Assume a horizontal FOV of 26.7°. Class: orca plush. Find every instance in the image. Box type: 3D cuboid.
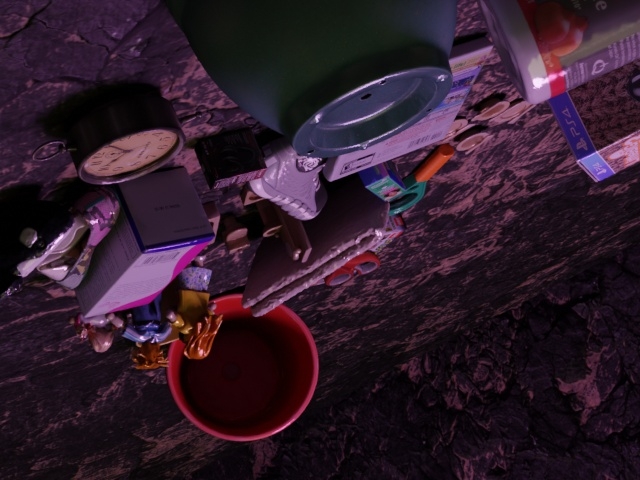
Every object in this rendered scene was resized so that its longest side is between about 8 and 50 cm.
[{"bbox_3d":[-0.442,0.014,1.697,0.287,0.102,0.151,-23,-147,38],"label":"orca plush"}]

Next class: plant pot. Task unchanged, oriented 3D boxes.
[{"bbox_3d":[-0.249,0.101,2.167,0.134,0.095,0.134,-21,164,-7],"label":"plant pot"},{"bbox_3d":[-0.156,0.242,2.517,0.275,0.275,0.243,-20,174,-11],"label":"plant pot"},{"bbox_3d":[0.018,-0.206,1.347,0.293,0.196,0.293,-22,164,-7],"label":"plant pot"}]

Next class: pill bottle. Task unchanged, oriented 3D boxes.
[{"bbox_3d":[0.349,-0.297,1.547,0.318,0.176,0.176,-24,164,4],"label":"pill bottle"}]

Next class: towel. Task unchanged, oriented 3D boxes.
[{"bbox_3d":[0.000,0.000,2.077,0.282,0.049,0.187,-32,-155,29],"label":"towel"}]

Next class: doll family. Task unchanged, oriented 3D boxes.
[{"bbox_3d":[-0.235,0.106,1.993,0.263,0.163,0.118,0,176,-42],"label":"doll family"}]

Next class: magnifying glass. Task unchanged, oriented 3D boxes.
[{"bbox_3d":[0.154,-0.096,2.227,0.092,0.026,0.231,-13,164,-30],"label":"magnifying glass"}]

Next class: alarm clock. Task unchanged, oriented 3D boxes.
[{"bbox_3d":[-0.239,-0.115,1.529,0.192,0.064,0.129,-14,162,-36],"label":"alarm clock"}]

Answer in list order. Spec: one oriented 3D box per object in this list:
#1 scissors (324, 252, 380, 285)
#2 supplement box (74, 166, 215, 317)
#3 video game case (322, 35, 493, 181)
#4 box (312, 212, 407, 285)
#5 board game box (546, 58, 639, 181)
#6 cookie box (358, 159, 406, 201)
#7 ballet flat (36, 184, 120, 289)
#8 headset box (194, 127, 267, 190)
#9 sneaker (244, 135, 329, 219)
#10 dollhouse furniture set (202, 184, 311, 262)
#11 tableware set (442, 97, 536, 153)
[{"bbox_3d":[0.032,0.032,2.348,0.109,0.021,0.297,-22,163,8],"label":"scissors"},{"bbox_3d":[-0.251,0.005,1.819,0.111,0.114,0.220,-12,160,-38],"label":"supplement box"},{"bbox_3d":[0.114,-0.175,1.792,0.212,0.023,0.193,-22,154,-32],"label":"video game case"},{"bbox_3d":[0.057,0.018,2.435,0.114,0.036,0.207,-12,161,-35],"label":"box"},{"bbox_3d":[0.417,-0.249,1.700,0.291,0.232,0.141,-28,163,15],"label":"board game box"},{"bbox_3d":[0.076,-0.111,1.933,0.040,0.092,0.107,-29,164,12],"label":"cookie box"},{"bbox_3d":[-0.330,0.004,1.757,0.079,0.077,0.221,-29,168,-41],"label":"ballet flat"},{"bbox_3d":[-0.112,-0.106,1.740,0.083,0.062,0.032,-15,163,-23],"label":"headset box"},{"bbox_3d":[-0.009,-0.100,1.870,0.132,0.086,0.228,-31,162,18],"label":"sneaker"},{"bbox_3d":[-0.114,0.004,1.986,0.151,0.123,0.144,-19,164,-16],"label":"dollhouse furniture set"},{"bbox_3d":[0.250,-0.181,2.082,0.141,0.020,0.168,-31,163,28],"label":"tableware set"}]
